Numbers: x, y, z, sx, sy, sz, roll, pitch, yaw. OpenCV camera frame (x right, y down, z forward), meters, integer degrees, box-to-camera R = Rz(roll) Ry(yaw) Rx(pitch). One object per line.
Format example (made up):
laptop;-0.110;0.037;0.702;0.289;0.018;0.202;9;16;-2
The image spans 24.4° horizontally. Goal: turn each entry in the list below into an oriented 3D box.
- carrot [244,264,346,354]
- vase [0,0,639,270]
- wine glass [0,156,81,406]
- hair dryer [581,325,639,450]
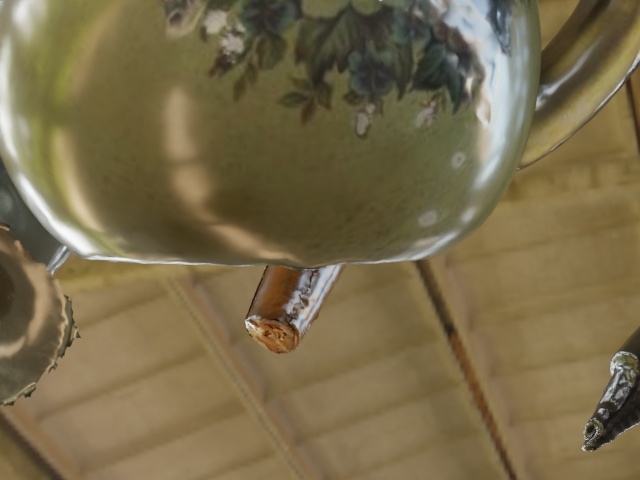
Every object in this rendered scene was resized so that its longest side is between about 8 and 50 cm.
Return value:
carrot;0.000;0.000;0.899;0.055;0.161;0.055;19;-36;14
vase;0.015;-0.142;0.656;0.329;0.302;0.241;-2;2;-20
wine glass;-0.301;-0.025;1.181;0.238;0.323;0.238;-6;-59;-9
hair dryer;0.285;0.003;0.959;0.107;0.352;0.189;31;-23;41
